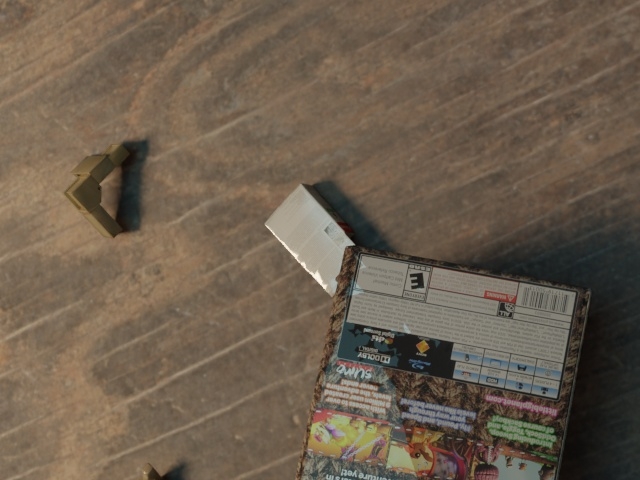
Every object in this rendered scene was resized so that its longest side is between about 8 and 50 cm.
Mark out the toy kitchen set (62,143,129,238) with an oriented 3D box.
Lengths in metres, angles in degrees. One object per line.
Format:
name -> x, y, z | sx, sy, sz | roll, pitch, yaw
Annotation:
toy kitchen set -> -0.250, -0.059, 1.580 | 0.083, 0.075, 0.068 | -48, 24, -18

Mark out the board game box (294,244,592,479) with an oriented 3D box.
board game box -> 0.114, 0.175, 1.275 | 0.232, 0.141, 0.291 | 11, 79, 12

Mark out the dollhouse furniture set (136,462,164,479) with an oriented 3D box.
dollhouse furniture set -> -0.214, 0.381, 1.534 | 0.355, 0.174, 0.303 | -41, 54, -12

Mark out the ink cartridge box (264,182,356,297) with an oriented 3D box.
ink cartridge box -> 0.000, 0.000, 1.456 | 0.063, 0.029, 0.115 | -48, 71, 15
